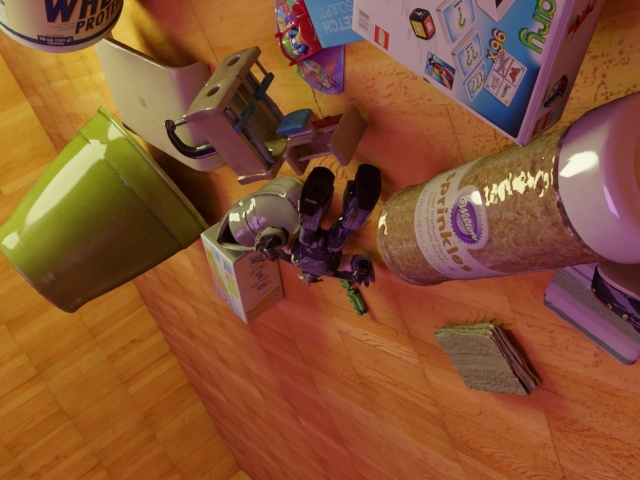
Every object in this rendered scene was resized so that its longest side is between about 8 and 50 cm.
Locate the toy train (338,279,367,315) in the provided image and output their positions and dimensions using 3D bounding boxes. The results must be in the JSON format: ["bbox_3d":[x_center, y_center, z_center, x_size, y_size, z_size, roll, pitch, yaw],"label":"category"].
[{"bbox_3d":[0.056,0.092,1.146,0.023,0.017,0.083,-9,113,53],"label":"toy train"}]

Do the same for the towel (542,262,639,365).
[{"bbox_3d":[0.285,0.048,0.661,0.113,0.023,0.152,40,150,27],"label":"towel"}]

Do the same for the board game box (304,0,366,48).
[{"bbox_3d":[0.065,-0.301,0.568,0.316,0.064,0.242,13,132,57],"label":"board game box"}]

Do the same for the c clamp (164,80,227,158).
[{"bbox_3d":[-0.208,-0.200,1.172,0.160,0.022,0.137,-18,135,31],"label":"c clamp"}]

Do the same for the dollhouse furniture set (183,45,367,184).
[{"bbox_3d":[-0.048,-0.172,0.870,0.183,0.129,0.129,-6,137,39],"label":"dollhouse furniture set"}]

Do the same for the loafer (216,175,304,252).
[{"bbox_3d":[-0.096,-0.031,1.157,0.112,0.111,0.319,58,156,-4],"label":"loafer"}]

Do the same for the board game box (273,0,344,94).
[{"bbox_3d":[-0.027,-0.254,0.840,0.133,0.033,0.169,42,152,28],"label":"board game box"}]

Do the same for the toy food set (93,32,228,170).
[{"bbox_3d":[-0.298,-0.282,1.270,0.306,0.092,0.220,30,146,30],"label":"toy food set"}]

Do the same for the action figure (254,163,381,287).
[{"bbox_3d":[0.000,0.000,0.978,0.285,0.185,0.099,108,168,-60],"label":"action figure"}]

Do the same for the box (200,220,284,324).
[{"bbox_3d":[-0.156,0.057,1.392,0.114,0.103,0.203,39,151,33],"label":"box"}]

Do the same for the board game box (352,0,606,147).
[{"bbox_3d":[0.106,-0.228,0.435,0.193,0.053,0.305,43,153,27],"label":"board game box"}]

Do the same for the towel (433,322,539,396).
[{"bbox_3d":[0.220,0.158,0.911,0.110,0.027,0.148,57,155,-5],"label":"towel"}]

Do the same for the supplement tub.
[{"bbox_3d":[-0.426,-0.476,1.057,0.235,0.235,0.325,53,156,6],"label":"supplement tub"}]

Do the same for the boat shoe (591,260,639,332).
[{"bbox_3d":[0.295,0.062,0.583,0.133,0.049,0.042,42,156,31],"label":"boat shoe"}]

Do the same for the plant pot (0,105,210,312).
[{"bbox_3d":[-0.493,-0.038,1.491,0.366,0.353,0.366,45,170,10],"label":"plant pot"}]

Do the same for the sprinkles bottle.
[{"bbox_3d":[0.179,-0.026,0.625,0.121,0.121,0.355,58,158,-5],"label":"sprinkles bottle"}]
